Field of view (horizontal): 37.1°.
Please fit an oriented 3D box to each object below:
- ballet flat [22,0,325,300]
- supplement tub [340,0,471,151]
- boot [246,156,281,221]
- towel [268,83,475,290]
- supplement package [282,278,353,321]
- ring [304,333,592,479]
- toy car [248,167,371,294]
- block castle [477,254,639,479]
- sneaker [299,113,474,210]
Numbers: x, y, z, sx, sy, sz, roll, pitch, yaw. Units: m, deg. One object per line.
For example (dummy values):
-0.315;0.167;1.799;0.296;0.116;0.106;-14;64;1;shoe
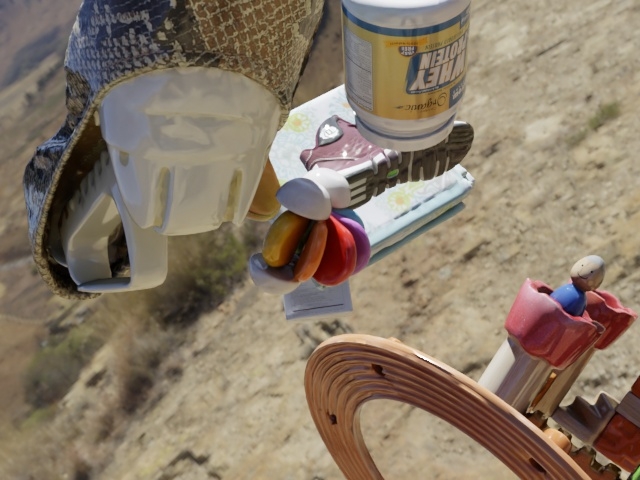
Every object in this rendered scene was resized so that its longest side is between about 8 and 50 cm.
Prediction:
-0.123;-0.059;0.709;0.483;0.164;0.181;-37;51;57;ballet flat
0.097;-0.217;1.093;0.144;0.199;0.144;-2;46;2;supplement tub
-0.086;-0.176;1.294;0.109;0.283;0.220;-27;3;-44;boot
0.059;-0.120;1.753;0.375;0.320;0.090;-30;-19;-23;towel
-0.018;0.039;1.950;0.139;0.244;0.134;-7;-8;-2;supplement package
0.119;0.201;0.757;0.032;0.336;0.337;-41;22;-27;ring
0.000;0.000;1.274;0.159;0.136;0.182;-68;-14;21;toy car
0.390;0.199;0.919;0.212;0.453;0.303;-60;-23;13;block castle
0.094;-0.160;1.505;0.281;0.106;0.162;-22;51;-24;sneaker
